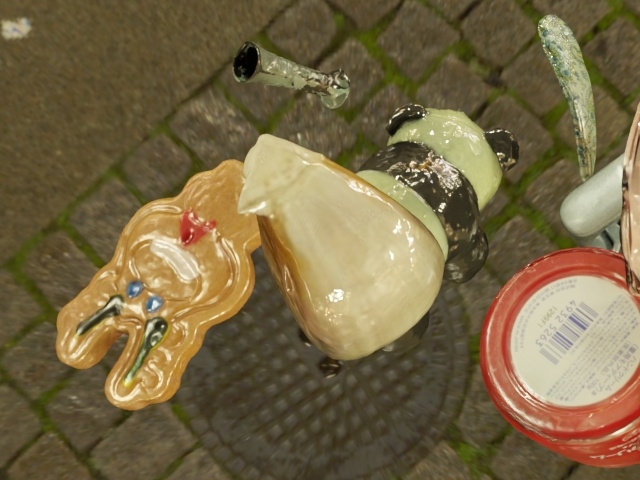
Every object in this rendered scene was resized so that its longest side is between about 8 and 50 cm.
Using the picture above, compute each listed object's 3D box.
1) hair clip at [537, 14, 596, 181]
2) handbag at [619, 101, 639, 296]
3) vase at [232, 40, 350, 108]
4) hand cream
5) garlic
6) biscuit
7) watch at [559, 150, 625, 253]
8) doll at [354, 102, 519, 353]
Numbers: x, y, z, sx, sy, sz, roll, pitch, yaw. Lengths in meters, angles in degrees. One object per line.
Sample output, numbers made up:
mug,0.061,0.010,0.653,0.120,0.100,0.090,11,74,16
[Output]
hair clip,0.335,-0.191,1.605,0.036,0.066,0.229,-14,89,45
handbag,0.329,-0.030,1.034,0.116,0.205,0.179,8,40,27
vase,-0.038,-0.223,1.648,0.167,0.059,0.059,10,82,-40
hand cream,0.293,0.126,1.309,0.230,0.149,0.230,-12,64,26
garlic,0.007,0.007,0.717,0.090,0.198,0.128,-45,85,-2
biscuit,-0.183,0.044,1.490,0.202,0.047,0.334,37,86,30
watch,0.388,-0.056,1.474,0.206,0.193,0.068,-44,64,31
doll,0.073,-0.018,1.053,0.143,0.135,0.234,35,59,17
